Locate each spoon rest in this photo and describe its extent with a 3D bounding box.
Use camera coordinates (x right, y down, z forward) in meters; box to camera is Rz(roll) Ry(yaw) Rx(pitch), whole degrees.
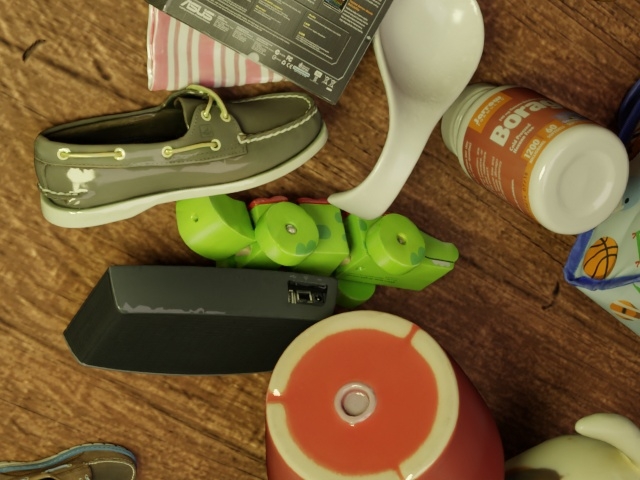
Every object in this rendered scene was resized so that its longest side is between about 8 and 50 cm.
[{"bbox_3d":[0.092,-0.157,1.642,0.137,0.084,0.276,23,81,-25],"label":"spoon rest"}]

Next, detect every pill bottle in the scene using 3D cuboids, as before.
[{"bbox_3d":[0.223,-0.097,1.696,0.121,0.216,0.121,-12,116,-24],"label":"pill bottle"}]

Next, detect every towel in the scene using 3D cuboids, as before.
[{"bbox_3d":[-0.080,-0.223,1.590,0.197,0.029,0.144,-6,115,-26],"label":"towel"}]

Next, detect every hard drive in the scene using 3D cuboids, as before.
[{"bbox_3d":[-0.122,0.086,1.637,0.254,0.054,0.172,4,150,-28],"label":"hard drive"}]

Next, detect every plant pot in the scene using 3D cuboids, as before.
[{"bbox_3d":[0.055,0.205,1.657,0.275,0.275,0.243,-38,156,-8],"label":"plant pot"}]

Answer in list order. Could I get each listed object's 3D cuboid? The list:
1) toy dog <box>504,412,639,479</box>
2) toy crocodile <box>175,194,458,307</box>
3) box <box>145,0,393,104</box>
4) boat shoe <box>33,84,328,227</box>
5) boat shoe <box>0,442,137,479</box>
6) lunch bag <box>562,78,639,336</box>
[{"bbox_3d":[0.199,0.389,1.846,0.407,0.285,0.395,-8,141,-16],"label":"toy dog"},{"bbox_3d":[0.000,0.000,1.696,0.340,0.105,0.115,7,150,-31],"label":"toy crocodile"},{"bbox_3d":[-0.036,-0.262,1.548,0.231,0.056,0.183,24,97,-37],"label":"box"},{"bbox_3d":[-0.135,-0.099,1.568,0.305,0.109,0.091,-17,124,-17],"label":"boat shoe"},{"bbox_3d":[-0.276,0.267,1.681,0.183,0.066,0.066,-9,116,-25],"label":"boat shoe"},{"bbox_3d":[0.500,-0.040,1.856,0.328,0.239,0.385,35,70,-34],"label":"lunch bag"}]
